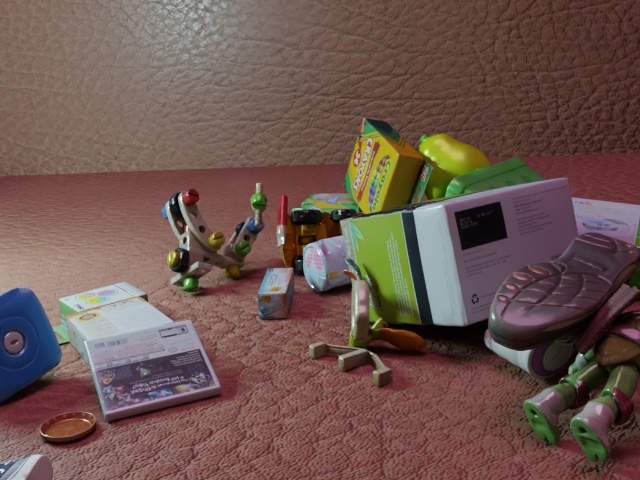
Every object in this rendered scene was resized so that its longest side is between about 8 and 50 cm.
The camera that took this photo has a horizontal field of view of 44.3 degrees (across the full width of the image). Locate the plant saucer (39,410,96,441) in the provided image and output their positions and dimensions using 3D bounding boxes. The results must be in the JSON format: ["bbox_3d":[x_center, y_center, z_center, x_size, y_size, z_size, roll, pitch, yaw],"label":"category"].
[{"bbox_3d":[-0.385,0.286,1.201,0.083,0.013,0.083,-2,15,1],"label":"plant saucer"}]

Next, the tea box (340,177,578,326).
[{"bbox_3d":[0.272,0.022,1.540,0.328,0.220,0.323,-13,4,-32],"label":"tea box"}]

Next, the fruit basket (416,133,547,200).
[{"bbox_3d":[0.371,-0.092,1.937,0.391,0.283,0.392,8,24,-4],"label":"fruit basket"}]

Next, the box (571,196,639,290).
[{"bbox_3d":[0.619,0.012,1.727,0.261,0.127,0.231,9,29,23],"label":"box"}]

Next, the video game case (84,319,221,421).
[{"bbox_3d":[-0.283,0.213,1.318,0.190,0.022,0.173,-9,39,-24],"label":"video game case"}]

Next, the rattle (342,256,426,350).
[{"bbox_3d":[0.114,0.114,1.480,0.142,0.130,0.200,-11,28,9],"label":"rattle"}]

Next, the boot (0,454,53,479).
[{"bbox_3d":[-0.406,0.328,0.971,0.086,0.069,0.190,-9,7,4],"label":"boot"}]

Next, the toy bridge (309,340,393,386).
[{"bbox_3d":[0.059,0.209,1.378,0.063,0.026,0.188,-12,17,-38],"label":"toy bridge"}]

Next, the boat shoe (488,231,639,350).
[{"bbox_3d":[0.382,0.102,1.212,0.355,0.130,0.132,-22,36,-38],"label":"boat shoe"}]

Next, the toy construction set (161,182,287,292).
[{"bbox_3d":[-0.226,0.017,1.869,0.308,0.257,0.237,-15,55,20],"label":"toy construction set"}]

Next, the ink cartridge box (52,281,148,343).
[{"bbox_3d":[-0.475,0.149,1.636,0.209,0.062,0.109,-15,20,-36],"label":"ink cartridge box"}]

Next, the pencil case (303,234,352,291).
[{"bbox_3d":[0.094,0.043,1.833,0.273,0.113,0.124,-10,60,-27],"label":"pencil case"}]

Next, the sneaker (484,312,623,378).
[{"bbox_3d":[0.419,0.140,1.389,0.305,0.114,0.152,-14,19,-36],"label":"sneaker"}]

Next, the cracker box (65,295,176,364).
[{"bbox_3d":[-0.374,0.181,1.489,0.155,0.067,0.232,-13,17,-29],"label":"cracker box"}]

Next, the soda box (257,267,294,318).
[{"bbox_3d":[-0.094,0.113,1.707,0.062,0.058,0.183,-2,14,4],"label":"soda box"}]

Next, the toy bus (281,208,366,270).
[{"bbox_3d":[0.000,0.000,1.996,0.220,0.150,0.211,-3,-1,-9],"label":"toy bus"}]

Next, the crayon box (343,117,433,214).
[{"bbox_3d":[0.164,-0.163,2.000,0.081,0.202,0.318,7,24,-22],"label":"crayon box"}]

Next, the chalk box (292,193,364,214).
[{"bbox_3d":[0.021,-0.055,2.172,0.212,0.133,0.132,0,15,14],"label":"chalk box"}]

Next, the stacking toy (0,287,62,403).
[{"bbox_3d":[-0.628,0.190,1.409,0.301,0.166,0.175,-10,17,38],"label":"stacking toy"}]

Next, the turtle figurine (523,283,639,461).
[{"bbox_3d":[0.438,0.220,1.119,0.266,0.275,0.197,-33,53,-23],"label":"turtle figurine"}]
